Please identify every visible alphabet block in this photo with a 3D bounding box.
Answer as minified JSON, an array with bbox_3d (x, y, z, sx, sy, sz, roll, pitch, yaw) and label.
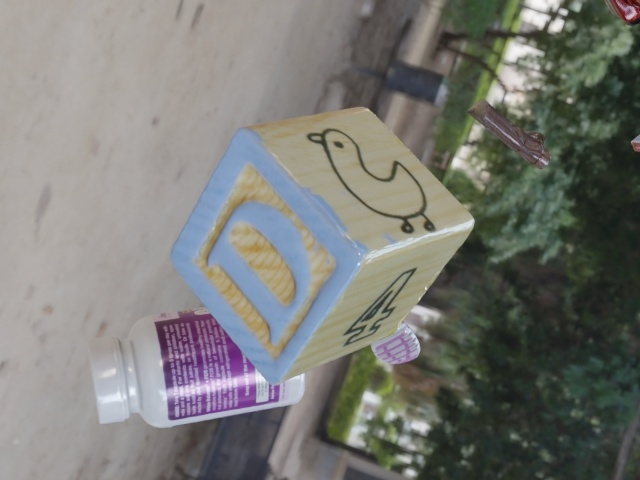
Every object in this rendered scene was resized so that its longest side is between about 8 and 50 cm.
[{"bbox_3d":[0.000,0.000,1.114,0.197,0.192,0.193,-18,151,-49],"label":"alphabet block"}]

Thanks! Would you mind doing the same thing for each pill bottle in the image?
[{"bbox_3d":[-0.186,0.184,1.618,0.169,0.301,0.169,172,-90,-76],"label":"pill bottle"}]

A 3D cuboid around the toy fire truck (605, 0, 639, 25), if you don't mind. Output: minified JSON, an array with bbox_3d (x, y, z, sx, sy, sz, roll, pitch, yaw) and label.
[{"bbox_3d":[0.515,-0.408,1.556,0.217,0.158,0.246,-31,-161,10],"label":"toy fire truck"}]

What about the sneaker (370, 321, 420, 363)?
[{"bbox_3d":[0.120,0.149,2.171,0.095,0.236,0.104,-27,-145,20],"label":"sneaker"}]

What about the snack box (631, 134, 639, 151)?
[{"bbox_3d":[0.561,-0.157,1.681,0.064,0.022,0.178,-37,-159,-16],"label":"snack box"}]

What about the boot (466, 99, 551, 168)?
[{"bbox_3d":[0.223,-0.140,1.334,0.037,0.114,0.106,-54,-163,13],"label":"boot"}]
